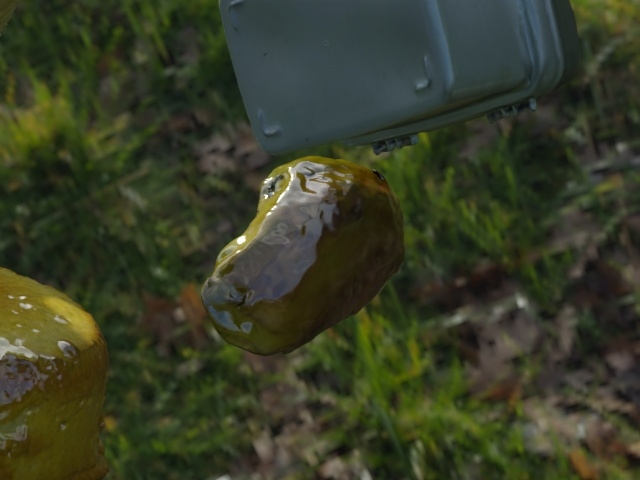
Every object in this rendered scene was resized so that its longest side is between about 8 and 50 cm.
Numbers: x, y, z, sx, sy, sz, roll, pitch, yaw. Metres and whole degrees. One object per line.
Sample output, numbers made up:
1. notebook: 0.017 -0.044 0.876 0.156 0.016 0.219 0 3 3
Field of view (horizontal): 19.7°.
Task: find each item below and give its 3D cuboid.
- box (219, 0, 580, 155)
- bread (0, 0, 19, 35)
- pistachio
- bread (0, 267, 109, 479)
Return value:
1. box: 0.047 -0.133 1.156 0.129 0.148 0.210 -18 3 -41
2. bread: -0.367 -0.292 1.700 0.237 0.375 0.165 -26 71 -45
3. pistachio: 0.000 0.000 0.977 0.049 0.089 0.173 -24 5 36
4. bread: -0.268 0.098 1.264 0.268 0.145 0.268 15 14 -4
